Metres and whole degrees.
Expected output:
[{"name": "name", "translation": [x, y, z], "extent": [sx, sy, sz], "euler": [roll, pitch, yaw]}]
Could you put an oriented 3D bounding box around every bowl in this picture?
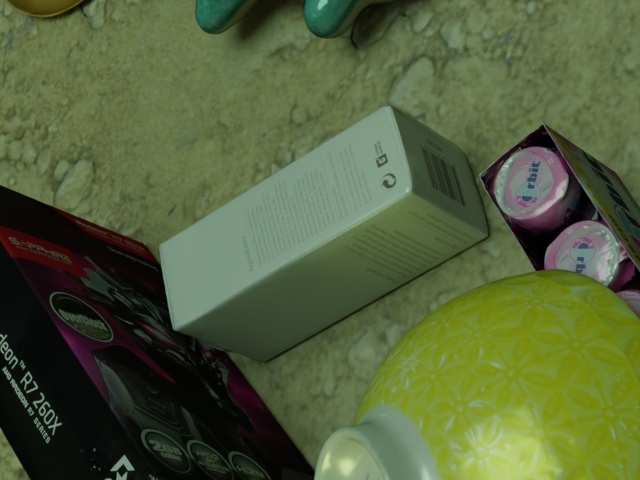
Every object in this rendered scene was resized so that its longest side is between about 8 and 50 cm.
[{"name": "bowl", "translation": [0.088, 0.164, 0.989], "extent": [0.289, 0.156, 0.289], "euler": [178, 90, -65]}]

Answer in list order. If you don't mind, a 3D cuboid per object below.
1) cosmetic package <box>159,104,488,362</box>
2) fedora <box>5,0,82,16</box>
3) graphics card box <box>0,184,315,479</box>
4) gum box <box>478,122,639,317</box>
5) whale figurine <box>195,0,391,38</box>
[{"name": "cosmetic package", "translation": [0.000, 0.000, 1.228], "extent": [0.231, 0.117, 0.085], "euler": [-29, 58, 25]}, {"name": "fedora", "translation": [-0.270, -0.316, 1.575], "extent": [0.194, 0.079, 0.194], "euler": [-14, 66, 34]}, {"name": "graphics card box", "translation": [-0.158, 0.108, 1.234], "extent": [0.094, 0.233, 0.371], "euler": [-49, 50, 12]}, {"name": "gum box", "translation": [0.194, 0.022, 1.074], "extent": [0.062, 0.107, 0.188], "euler": [-40, 54, 19]}, {"name": "whale figurine", "translation": [-0.016, -0.269, 1.321], "extent": [0.272, 0.141, 0.216], "euler": [-18, 64, 32]}]
